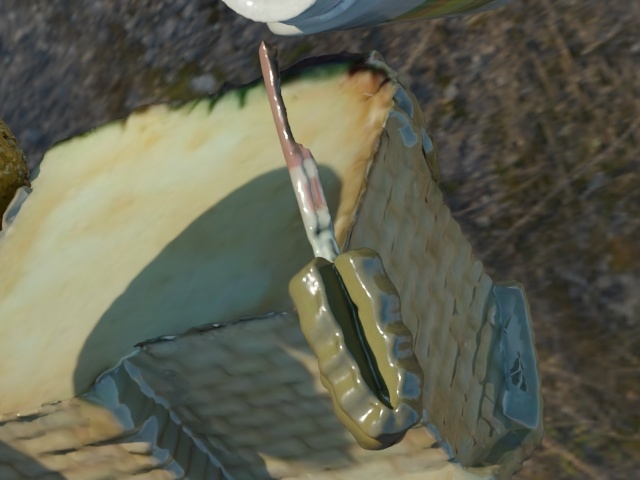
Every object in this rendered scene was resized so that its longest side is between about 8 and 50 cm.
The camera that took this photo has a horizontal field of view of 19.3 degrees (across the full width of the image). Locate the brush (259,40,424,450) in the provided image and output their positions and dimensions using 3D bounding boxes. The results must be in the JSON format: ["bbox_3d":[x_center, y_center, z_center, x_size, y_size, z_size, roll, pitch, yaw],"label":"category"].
[{"bbox_3d":[0.000,0.000,1.306,0.071,0.084,0.301,-15,74,-10],"label":"brush"}]

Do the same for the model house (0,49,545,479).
[{"bbox_3d":[-0.042,0.112,1.697,0.400,0.445,0.395,54,34,-30],"label":"model house"}]

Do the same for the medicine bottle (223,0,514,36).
[{"bbox_3d":[0.051,-0.215,1.301,0.324,0.179,0.124,-13,79,-56],"label":"medicine bottle"}]

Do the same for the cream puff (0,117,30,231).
[{"bbox_3d":[-0.352,-0.049,1.797,0.189,0.129,0.189,14,72,-49],"label":"cream puff"}]
